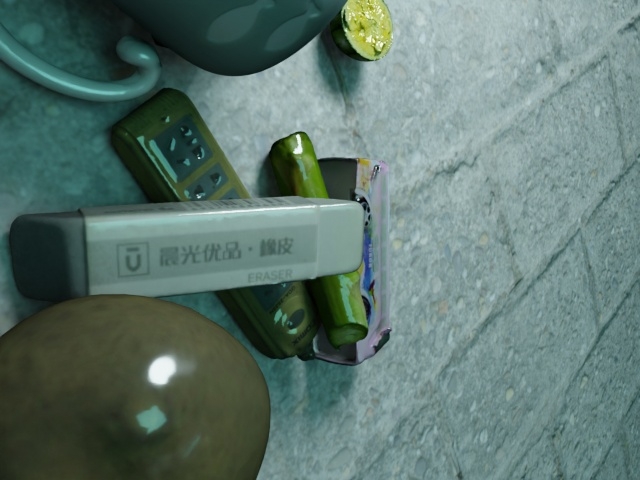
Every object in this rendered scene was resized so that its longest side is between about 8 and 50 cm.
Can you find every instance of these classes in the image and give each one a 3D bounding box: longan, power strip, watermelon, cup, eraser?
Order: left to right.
[{"bbox_3d":[-0.175,0.163,0.497,0.258,0.258,0.258,-3,95,-45],"label":"longan"},{"bbox_3d":[-0.140,-0.273,0.542,0.356,0.259,0.274,-48,131,7],"label":"cup"},{"bbox_3d":[-0.118,0.005,0.614,0.352,0.061,0.089,-6,108,-27],"label":"eraser"},{"bbox_3d":[-0.096,0.011,0.703,0.092,0.066,0.387,-48,124,-29],"label":"power strip"},{"bbox_3d":[0.051,-0.295,0.830,0.105,0.062,0.105,6,81,-42],"label":"watermelon"}]

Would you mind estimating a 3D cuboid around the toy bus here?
[{"bbox_3d":[0.044,0.025,0.826,0.112,0.090,0.274,-7,99,-53],"label":"toy bus"}]

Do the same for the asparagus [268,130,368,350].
[{"bbox_3d":[-0.002,0.001,0.749,0.060,0.067,0.277,-14,84,-52],"label":"asparagus"}]
